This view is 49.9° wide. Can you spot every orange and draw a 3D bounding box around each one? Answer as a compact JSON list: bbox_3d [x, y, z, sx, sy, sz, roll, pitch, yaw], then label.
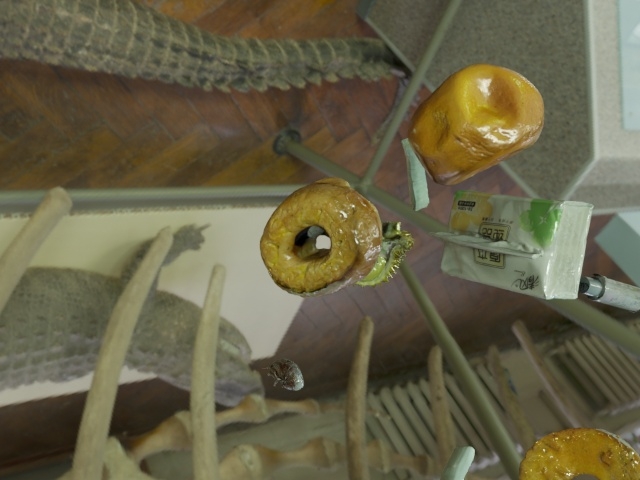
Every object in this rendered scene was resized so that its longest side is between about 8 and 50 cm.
[{"bbox_3d":[0.274,-0.218,1.265,0.249,0.183,0.249,-26,178,-1],"label":"orange"}]

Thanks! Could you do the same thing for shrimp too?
[{"bbox_3d":[-0.084,0.297,1.537,0.056,0.065,0.165,-7,178,-26],"label":"shrimp"}]

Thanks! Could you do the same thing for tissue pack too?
[{"bbox_3d":[0.303,-0.001,1.143,0.145,0.229,0.159,7,94,-37],"label":"tissue pack"}]

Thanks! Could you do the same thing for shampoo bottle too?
[{"bbox_3d":[0.738,0.131,1.756,0.214,0.072,0.072,14,125,-29],"label":"shampoo bottle"}]

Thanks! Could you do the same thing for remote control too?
[{"bbox_3d":[0.301,0.541,1.582,0.061,0.029,0.162,-28,-165,48],"label":"remote control"}]

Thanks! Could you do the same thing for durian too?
[{"bbox_3d":[0.154,0.030,1.968,0.306,0.172,0.166,-13,141,38],"label":"durian"}]

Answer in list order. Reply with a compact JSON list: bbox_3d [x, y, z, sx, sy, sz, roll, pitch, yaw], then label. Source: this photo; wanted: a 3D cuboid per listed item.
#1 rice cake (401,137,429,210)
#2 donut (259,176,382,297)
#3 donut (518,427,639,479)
[{"bbox_3d":[0.239,-0.163,1.719,0.045,0.042,0.245,-21,141,-3],"label":"rice cake"},{"bbox_3d":[0.000,0.000,1.727,0.150,0.299,0.317,-26,142,-60],"label":"donut"},{"bbox_3d":[0.595,0.541,1.534,0.277,0.277,0.108,-47,158,20],"label":"donut"}]
